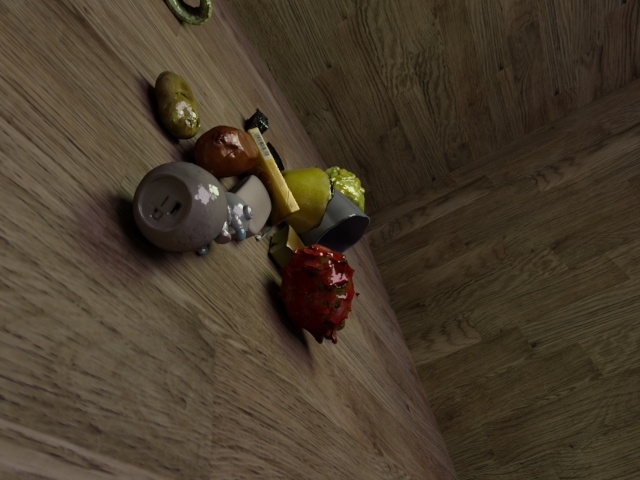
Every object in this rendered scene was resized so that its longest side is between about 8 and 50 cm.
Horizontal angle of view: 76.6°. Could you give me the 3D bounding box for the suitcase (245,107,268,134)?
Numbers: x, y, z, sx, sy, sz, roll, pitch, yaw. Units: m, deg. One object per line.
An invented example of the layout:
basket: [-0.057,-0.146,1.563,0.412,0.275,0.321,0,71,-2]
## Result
suitcase: [-0.248,-0.451,1.576,0.059,0.086,0.126,38,23,-31]

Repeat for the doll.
doll: [-0.206,-0.049,0.722,0.150,0.151,0.287,64,7,6]

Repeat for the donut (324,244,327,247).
donut: [0.003,0.004,1.717,0.108,0.065,0.165,50,16,-50]

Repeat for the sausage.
sausage: [-0.233,-0.217,1.000,0.133,0.133,0.258,61,9,-12]

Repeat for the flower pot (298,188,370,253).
flower pot: [0.018,-0.092,1.549,0.243,0.265,0.265,57,8,24]

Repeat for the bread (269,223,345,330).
bread: [-0.032,0.127,1.249,0.361,0.077,0.138,58,11,-26]

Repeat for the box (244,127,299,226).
box: [-0.169,-0.184,1.223,0.269,0.044,0.152,63,-31,1]

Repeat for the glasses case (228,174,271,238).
glasses case: [-0.186,-0.095,1.062,0.113,0.075,0.297,62,12,-17]

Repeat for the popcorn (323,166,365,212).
popcorn: [0.061,-0.176,1.870,0.312,0.312,0.312,59,12,-21]

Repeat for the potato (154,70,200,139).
potato: [-0.323,-0.304,0.917,0.107,0.080,0.170,68,-1,-65]

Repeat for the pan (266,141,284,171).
pan: [-0.207,-0.337,1.590,0.128,0.048,0.202,67,10,25]

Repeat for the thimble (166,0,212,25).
thimble: [-0.462,-0.846,1.392,0.191,0.137,0.143,34,30,-40]

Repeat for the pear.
pear: [-0.101,-0.150,1.371,0.178,0.267,0.266,12,44,-34]

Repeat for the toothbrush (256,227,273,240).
toothbrush: [-0.160,-0.021,1.175,0.014,0.011,0.167,56,12,-6]

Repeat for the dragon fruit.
dragon fruit: [-0.009,0.141,1.052,0.205,0.210,0.267,-147,-132,-80]
